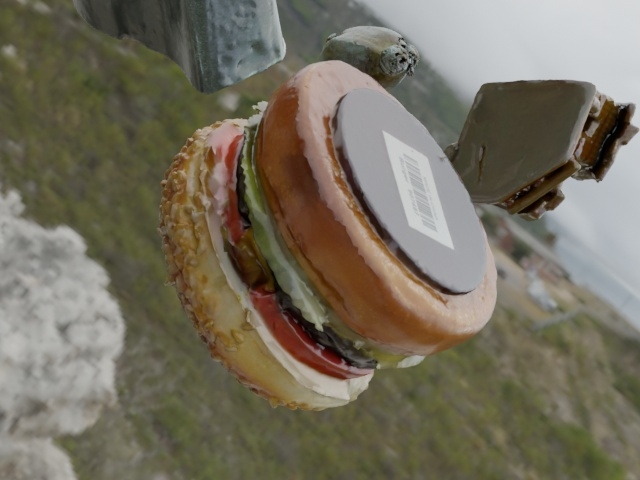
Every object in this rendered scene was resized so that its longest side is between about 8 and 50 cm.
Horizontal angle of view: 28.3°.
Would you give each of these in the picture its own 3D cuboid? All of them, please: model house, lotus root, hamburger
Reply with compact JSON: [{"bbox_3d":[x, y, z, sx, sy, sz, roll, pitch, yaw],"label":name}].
[{"bbox_3d":[0.317,-0.120,1.759,0.219,0.199,0.229,19,6,42],"label":"model house"},{"bbox_3d":[0.059,-0.207,1.479,0.088,0.088,0.165,34,-14,-33],"label":"lotus root"},{"bbox_3d":[0.000,0.000,1.290,0.330,0.250,0.330,38,33,-31],"label":"hamburger"}]

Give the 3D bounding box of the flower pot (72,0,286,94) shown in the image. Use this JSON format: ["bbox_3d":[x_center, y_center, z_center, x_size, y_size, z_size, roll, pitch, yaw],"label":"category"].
[{"bbox_3d":[-0.125,-0.220,1.021,0.229,0.103,0.108,34,-35,33],"label":"flower pot"}]
